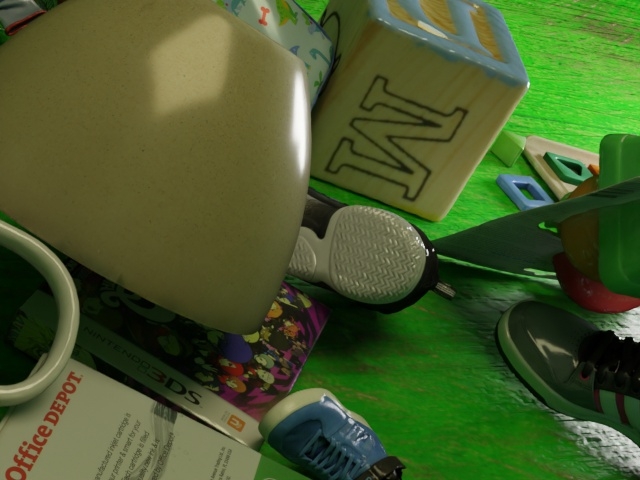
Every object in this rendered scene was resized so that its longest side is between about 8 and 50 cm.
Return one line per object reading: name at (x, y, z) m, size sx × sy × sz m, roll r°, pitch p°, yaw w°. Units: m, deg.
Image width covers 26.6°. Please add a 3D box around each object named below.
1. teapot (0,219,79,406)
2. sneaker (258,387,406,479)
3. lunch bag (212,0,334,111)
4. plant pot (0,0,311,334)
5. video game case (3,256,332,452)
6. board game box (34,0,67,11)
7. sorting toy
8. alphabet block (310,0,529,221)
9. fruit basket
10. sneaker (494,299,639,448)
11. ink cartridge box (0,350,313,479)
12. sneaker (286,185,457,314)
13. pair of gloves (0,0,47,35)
teapot at (-0.315, 0.050, 0.796) m, size 0.252 × 0.256 × 0.187 m, roll 8°, pitch 63°, yaw -70°
sneaker at (0.016, 0.166, 1.019) m, size 0.084 × 0.058 × 0.152 m, roll 52°, pitch 7°, yaw 30°
lunch bag at (-0.090, -0.172, 1.358) m, size 0.176 × 0.090 × 0.219 m, roll 40°, pitch 49°, yaw -21°
plant pot at (-0.116, -0.086, 0.997) m, size 0.284 × 0.191 × 0.284 m, roll 32°, pitch 6°, yaw -4°
video game case at (-0.114, 0.069, 1.100) m, size 0.210 × 0.041 × 0.232 m, roll 32°, pitch 29°, yaw 0°
board game box at (-0.221, -0.273, 1.505) m, size 0.242 × 0.064 × 0.316 m, roll -5°, pitch 45°, yaw -46°
sorting toy at (0.369, -0.064, 1.731) m, size 0.348 × 0.047 × 0.196 m, roll 13°, pitch 34°, yaw -29°
alphabet block at (0.088, -0.170, 1.491) m, size 0.193 × 0.197 × 0.192 m, roll 21°, pitch 30°, yaw -17°
fruit basket at (0.319, -0.007, 1.348) m, size 0.327 × 0.353 × 0.165 m, roll 12°, pitch 78°, yaw -28°
sneaker at (0.318, 0.121, 1.253) m, size 0.296 × 0.178 × 0.123 m, roll 32°, pitch 52°, yaw 3°
ink cartridge box at (-0.121, 0.182, 0.873) m, size 0.208 × 0.087 × 0.153 m, roll 28°, pitch 30°, yaw -4°
sneaker at (0.000, 0.000, 1.259) m, size 0.269 × 0.101 × 0.153 m, roll 24°, pitch -2°, yaw 31°
pair of gloves at (-0.298, -0.279, 1.385) m, size 0.198 × 0.023 × 0.159 m, roll -34°, pitch 58°, yaw -19°
